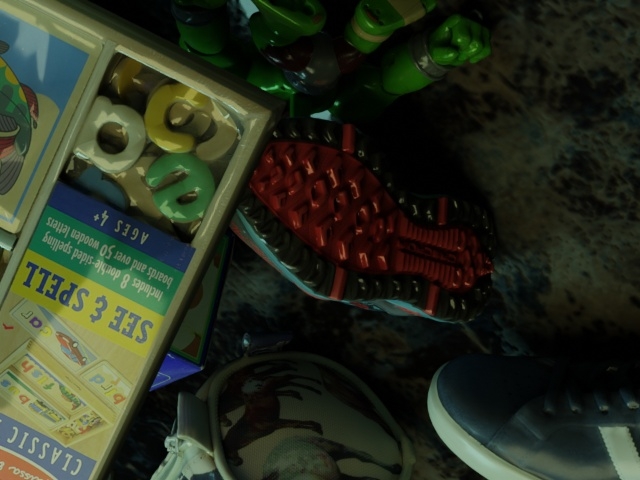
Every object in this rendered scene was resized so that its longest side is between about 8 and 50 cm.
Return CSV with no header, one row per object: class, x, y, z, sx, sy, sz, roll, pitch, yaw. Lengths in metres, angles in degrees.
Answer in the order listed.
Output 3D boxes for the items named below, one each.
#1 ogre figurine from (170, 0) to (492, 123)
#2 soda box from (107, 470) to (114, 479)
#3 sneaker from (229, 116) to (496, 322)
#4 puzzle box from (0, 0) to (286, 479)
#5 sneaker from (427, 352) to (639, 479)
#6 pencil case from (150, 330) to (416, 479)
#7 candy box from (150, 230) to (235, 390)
ogre figurine,-0.010,-0.118,0.970,0.118,0.197,0.096,-48,57,54
soda box,-0.241,0.173,1.208,0.061,0.058,0.181,-11,147,34
sneaker,0.000,0.000,1.009,0.125,0.104,0.262,-1,162,37
puzzle box,-0.259,-0.046,0.891,0.409,0.052,0.272,26,103,3
sneaker,0.247,0.105,1.038,0.350,0.131,0.148,12,125,9
pencil case,-0.091,0.244,1.281,0.184,0.160,0.410,22,136,-12
candy box,-0.270,0.013,1.118,0.317,0.122,0.268,29,145,-31
